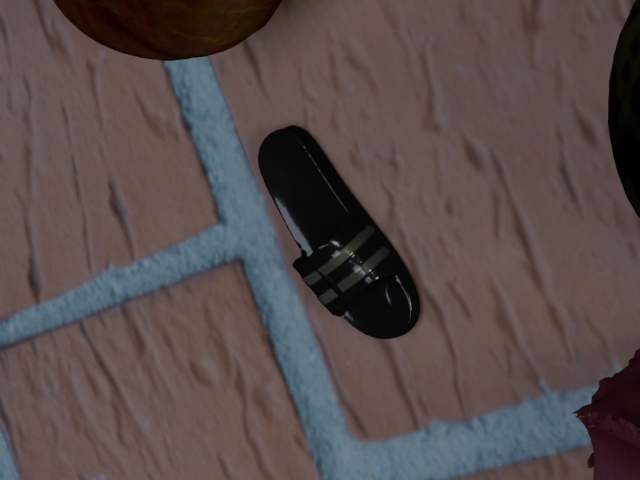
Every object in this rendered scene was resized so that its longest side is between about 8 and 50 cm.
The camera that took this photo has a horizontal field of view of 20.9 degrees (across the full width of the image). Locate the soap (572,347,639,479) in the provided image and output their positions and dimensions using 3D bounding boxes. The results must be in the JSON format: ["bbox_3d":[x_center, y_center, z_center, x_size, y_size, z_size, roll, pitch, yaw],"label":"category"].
[{"bbox_3d":[0.261,0.136,0.998,0.289,0.182,0.112,-154,54,-70],"label":"soap"}]

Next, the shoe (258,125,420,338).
[{"bbox_3d":[0.000,0.000,1.259,0.071,0.049,0.179,-41,76,40],"label":"shoe"}]

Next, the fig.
[{"bbox_3d":[-0.119,-0.217,1.202,0.205,0.205,0.205,13,111,37],"label":"fig"}]

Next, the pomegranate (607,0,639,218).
[{"bbox_3d":[0.296,-0.050,0.912,0.306,0.242,0.242,40,132,-16],"label":"pomegranate"}]
